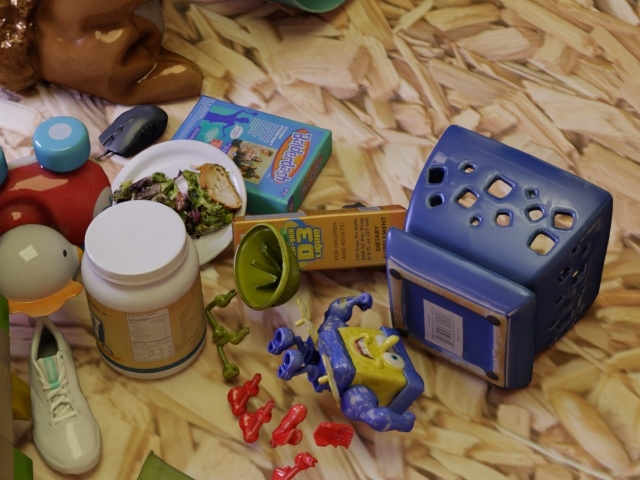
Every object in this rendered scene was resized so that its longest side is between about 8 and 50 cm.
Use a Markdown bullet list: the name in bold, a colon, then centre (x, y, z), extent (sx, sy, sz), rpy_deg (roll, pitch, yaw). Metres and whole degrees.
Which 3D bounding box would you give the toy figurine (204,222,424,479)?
- **toy figurine**: centre (0.020, 0.156, 1.764), extent (0.217, 0.191, 0.362), rpy_deg (12, 33, -29)

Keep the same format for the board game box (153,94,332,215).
- **board game box**: centre (-0.109, -0.118, 2.040), extent (0.210, 0.047, 0.160), rpy_deg (17, 50, 17)

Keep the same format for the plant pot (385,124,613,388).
- **plant pot**: centre (0.208, 0.034, 1.780), extent (0.236, 0.236, 0.212), rpy_deg (25, 60, 22)

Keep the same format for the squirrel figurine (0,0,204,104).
- **squirrel figurine**: centre (-0.380, -0.410, 2.094), extent (0.397, 0.370, 0.281), rpy_deg (-9, 48, -7)

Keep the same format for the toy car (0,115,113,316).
- **toy car**: centre (-0.350, 0.009, 1.816), extent (0.210, 0.219, 0.238), rpy_deg (-15, 50, -13)

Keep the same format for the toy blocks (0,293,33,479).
- **toy blocks**: centre (-0.489, 0.249, 1.627), extent (0.260, 0.191, 0.381), rpy_deg (-17, 58, 12)

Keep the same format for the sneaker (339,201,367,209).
- **sneaker**: centre (0.031, -0.029, 1.972), extent (0.083, 0.031, 0.035), rpy_deg (-15, 35, -18)

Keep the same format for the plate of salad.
- **plate of salad**: centre (-0.200, -0.052, 1.950), extent (0.199, 0.048, 0.200), rpy_deg (-3, 68, 9)

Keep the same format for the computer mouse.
- **computer mouse**: centre (-0.320, -0.133, 2.064), extent (0.071, 0.041, 0.242), rpy_deg (36, 58, 28)

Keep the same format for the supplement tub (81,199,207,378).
- **supplement tub**: centre (-0.219, 0.062, 1.775), extent (0.144, 0.200, 0.144), rpy_deg (-1, 47, 1)

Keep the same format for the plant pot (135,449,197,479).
- **plant pot**: centre (-0.175, 0.296, 1.651), extent (0.079, 0.083, 0.083), rpy_deg (20, 50, 4)

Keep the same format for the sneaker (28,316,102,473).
- **sneaker**: centre (-0.323, 0.185, 1.738), extent (0.080, 0.094, 0.212), rpy_deg (-15, 49, -14)

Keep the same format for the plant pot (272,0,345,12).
- **plant pot**: centre (-0.084, -0.521, 2.260), extent (0.235, 0.293, 0.293), rpy_deg (15, 48, 33)

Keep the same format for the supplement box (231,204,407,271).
- **supplement box**: centre (0.000, 0.000, 1.893), extent (0.233, 0.078, 0.080), rpy_deg (-5, 7, -1)
